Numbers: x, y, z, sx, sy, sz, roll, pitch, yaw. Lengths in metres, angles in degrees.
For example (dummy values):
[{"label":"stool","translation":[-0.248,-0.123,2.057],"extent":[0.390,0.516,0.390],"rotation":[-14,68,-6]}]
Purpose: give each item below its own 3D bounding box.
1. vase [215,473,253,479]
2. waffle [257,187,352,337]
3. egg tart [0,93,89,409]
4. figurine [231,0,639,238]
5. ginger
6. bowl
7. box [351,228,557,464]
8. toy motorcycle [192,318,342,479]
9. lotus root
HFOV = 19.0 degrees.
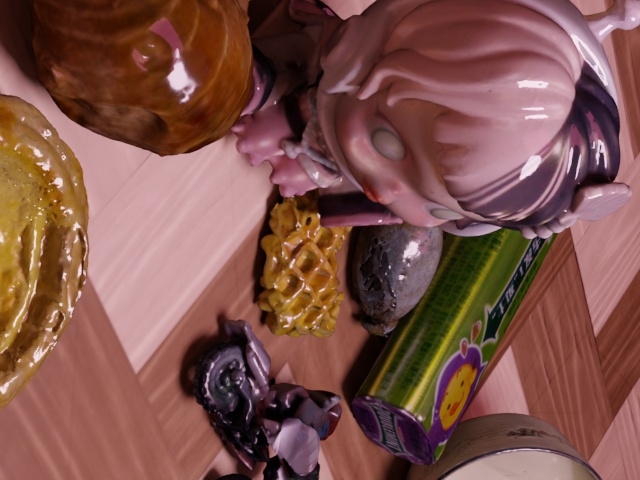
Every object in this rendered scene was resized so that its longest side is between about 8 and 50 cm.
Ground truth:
[{"label":"vase","translation":[-0.058,0.300,1.856],"extent":[0.060,0.060,0.211],"rotation":[-57,149,-24]},{"label":"waffle","translation":[0.003,0.000,1.827],"extent":[0.149,0.051,0.194],"rotation":[1,103,-55]},{"label":"egg tart","translation":[-0.282,0.018,1.368],"extent":[0.279,0.095,0.279],"rotation":[-25,125,-43]},{"label":"figurine","translation":[0.082,-0.124,1.607],"extent":[0.253,0.361,0.211],"rotation":[28,75,-41]},{"label":"ginger","translation":[-0.130,-0.210,1.454],"extent":[0.274,0.152,0.357],"rotation":[-68,154,-48]},{"label":"bowl","translation":[0.194,0.280,2.121],"extent":[0.126,0.237,0.238],"rotation":[-106,-179,-52]},{"label":"box","translation":[0.154,0.062,2.043],"extent":[0.345,0.097,0.134],"rotation":[-59,153,-22]},{"label":"toy motorcycle","translation":[-0.043,0.154,1.793],"extent":[0.122,0.082,0.213],"rotation":[-61,137,-31]},{"label":"lotus root","translation":[0.074,0.027,1.923],"extent":[0.088,0.088,0.165],"rotation":[-17,127,-53]}]
